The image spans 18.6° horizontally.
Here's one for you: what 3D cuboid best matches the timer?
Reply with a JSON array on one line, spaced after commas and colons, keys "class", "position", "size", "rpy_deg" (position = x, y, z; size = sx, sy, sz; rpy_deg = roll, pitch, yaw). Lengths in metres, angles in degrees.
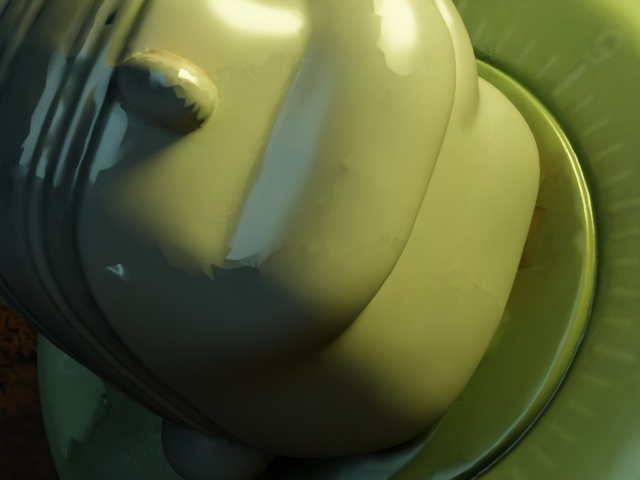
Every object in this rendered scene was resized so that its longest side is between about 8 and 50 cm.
[{"class": "timer", "position": [0.000, 0.000, 0.606], "size": [0.291, 0.315, 0.291], "rpy_deg": [-10, 67, 23]}]
